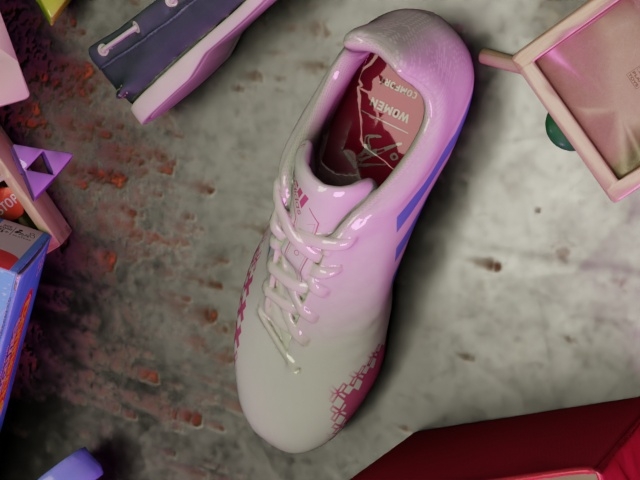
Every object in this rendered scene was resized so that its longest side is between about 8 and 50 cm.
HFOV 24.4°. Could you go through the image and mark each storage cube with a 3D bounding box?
[{"bbox_3d":[0.131,0.217,0.937,0.215,0.193,0.183,-13,92,24],"label":"storage cube"}]

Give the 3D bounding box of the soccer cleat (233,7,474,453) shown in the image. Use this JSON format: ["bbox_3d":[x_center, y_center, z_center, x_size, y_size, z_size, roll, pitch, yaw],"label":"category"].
[{"bbox_3d":[0.000,0.000,0.989,0.116,0.143,0.331,25,107,19],"label":"soccer cleat"}]

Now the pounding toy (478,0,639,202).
[{"bbox_3d":[0.184,-0.104,0.931,0.141,0.100,0.130,-35,89,18],"label":"pounding toy"}]

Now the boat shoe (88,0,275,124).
[{"bbox_3d":[-0.063,-0.185,1.022,0.079,0.095,0.254,48,122,-2],"label":"boat shoe"}]

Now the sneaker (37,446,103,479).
[{"bbox_3d":[-0.218,0.263,1.164,0.090,0.081,0.232,41,118,10],"label":"sneaker"}]

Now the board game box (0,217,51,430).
[{"bbox_3d":[-0.392,0.094,1.130,0.308,0.086,0.302,19,111,1],"label":"board game box"}]

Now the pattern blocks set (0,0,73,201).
[{"bbox_3d":[-0.305,-0.155,1.059,0.325,0.285,0.026,53,158,5],"label":"pattern blocks set"}]

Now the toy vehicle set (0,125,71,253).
[{"bbox_3d":[-0.347,-0.006,1.154,0.267,0.035,0.166,-30,103,17],"label":"toy vehicle set"}]
